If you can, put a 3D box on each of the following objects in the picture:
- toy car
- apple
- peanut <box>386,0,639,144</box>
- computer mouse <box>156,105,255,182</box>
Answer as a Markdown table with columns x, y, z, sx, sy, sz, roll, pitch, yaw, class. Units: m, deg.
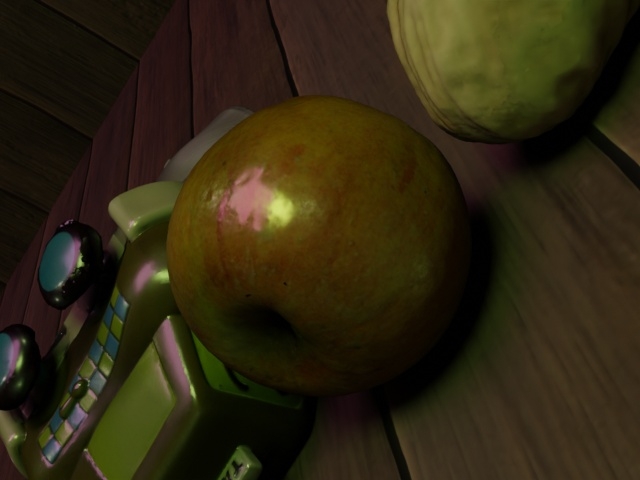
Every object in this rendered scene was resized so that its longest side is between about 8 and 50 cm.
| x | y | z | sx | sy | sz | roll | pitch | yaw | class |
| --- | --- | --- | --- | --- | --- | --- | --- | --- | --- |
| -0.093 | 0.105 | 0.812 | 0.248 | 0.204 | 0.198 | -59 | 42 | 11 | toy car |
| 0.000 | 0.000 | 0.679 | 0.182 | 0.182 | 0.155 | -37 | 22 | 51 | apple |
| 0.106 | -0.210 | 0.653 | 0.152 | 0.152 | 0.313 | -169 | 74 | -71 | peanut |
| -0.121 | -0.047 | 1.200 | 0.197 | 0.095 | 0.331 | -56 | 19 | 3 | computer mouse |
